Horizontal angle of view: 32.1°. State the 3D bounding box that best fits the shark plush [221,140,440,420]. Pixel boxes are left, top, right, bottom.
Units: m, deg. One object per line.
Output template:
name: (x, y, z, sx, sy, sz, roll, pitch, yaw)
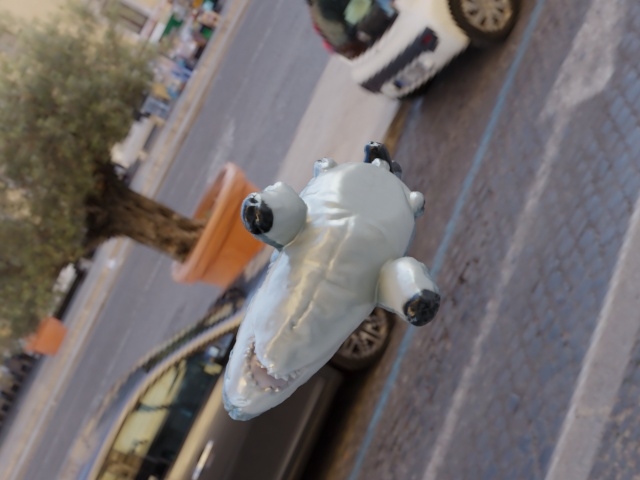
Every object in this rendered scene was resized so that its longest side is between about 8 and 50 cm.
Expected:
shark plush: (0.000, 0.000, 0.428, 0.161, 0.073, 0.067, -80, 15, -58)
